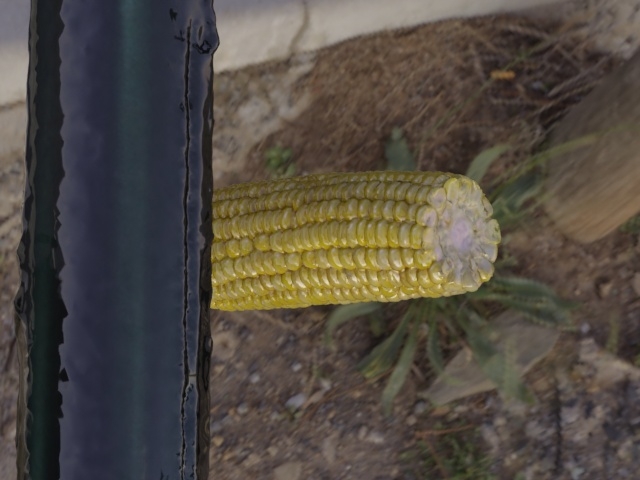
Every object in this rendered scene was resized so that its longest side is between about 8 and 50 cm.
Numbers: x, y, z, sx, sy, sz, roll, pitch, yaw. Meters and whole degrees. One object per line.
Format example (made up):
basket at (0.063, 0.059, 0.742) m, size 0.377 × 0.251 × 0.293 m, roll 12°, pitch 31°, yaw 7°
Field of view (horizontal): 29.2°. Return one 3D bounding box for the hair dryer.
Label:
hair dryer at (-0.106, 0.049, 0.348) m, size 0.244 × 0.116 × 0.302 m, roll 1°, pitch 83°, yaw 0°

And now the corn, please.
corn at (0.000, 0.000, 0.842) m, size 0.093 × 0.244 × 0.093 m, roll 11°, pitch 77°, yaw -55°

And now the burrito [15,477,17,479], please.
burrito at (-0.162, 0.221, 0.713) m, size 0.089 × 0.144 × 0.228 m, roll 32°, pitch 54°, yaw -38°
